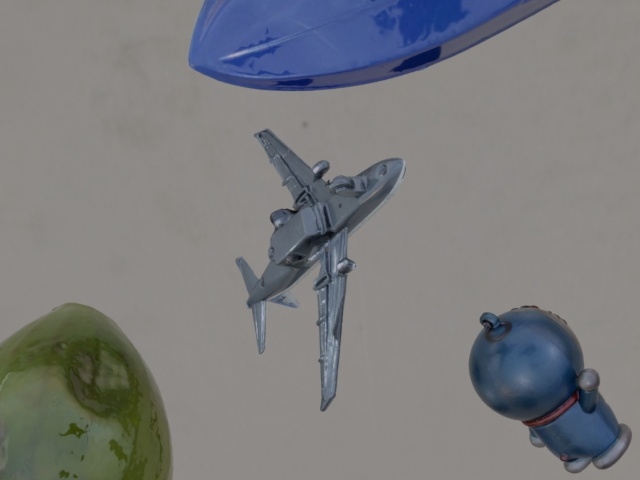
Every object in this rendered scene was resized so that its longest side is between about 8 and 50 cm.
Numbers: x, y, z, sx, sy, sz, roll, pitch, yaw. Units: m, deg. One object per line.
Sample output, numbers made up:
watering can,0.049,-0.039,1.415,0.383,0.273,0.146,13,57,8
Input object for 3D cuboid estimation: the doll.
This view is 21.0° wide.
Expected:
doll,0.170,0.110,1.312,0.152,0.114,0.085,48,55,-13

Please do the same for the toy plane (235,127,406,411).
toy plane,-0.004,0.001,1.221,0.058,0.226,0.226,-3,64,-24

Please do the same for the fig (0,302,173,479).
fig,-0.234,0.170,1.530,0.207,0.207,0.230,-5,88,0

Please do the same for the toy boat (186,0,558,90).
toy boat,0.060,-0.160,0.869,0.295,0.088,0.129,-30,113,-9
